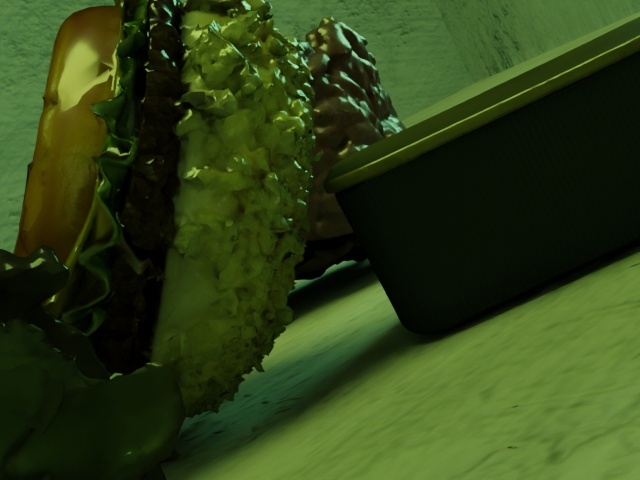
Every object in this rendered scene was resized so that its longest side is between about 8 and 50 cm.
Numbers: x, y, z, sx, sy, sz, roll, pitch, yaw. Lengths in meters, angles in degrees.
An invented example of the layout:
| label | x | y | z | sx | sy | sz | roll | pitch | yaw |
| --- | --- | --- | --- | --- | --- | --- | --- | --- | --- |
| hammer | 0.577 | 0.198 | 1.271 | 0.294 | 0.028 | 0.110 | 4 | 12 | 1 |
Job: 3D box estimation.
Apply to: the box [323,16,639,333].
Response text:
| label | x | y | z | sx | sy | sz | roll | pitch | yaw |
| --- | --- | --- | --- | --- | --- | --- | --- | --- | --- |
| box | 0.110 | -0.036 | 0.691 | 0.201 | 0.090 | 0.144 | -25 | 5 | 4 |

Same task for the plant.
| label | x | y | z | sx | sy | sz | roll | pitch | yaw |
| --- | --- | --- | --- | --- | --- | --- | --- | --- | --- |
| plant | -0.135 | 0.077 | 0.506 | 0.142 | 0.131 | 0.203 | -25 | 5 | -33 |

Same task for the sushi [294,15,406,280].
| label | x | y | z | sx | sy | sz | roll | pitch | yaw |
| --- | --- | --- | --- | --- | --- | --- | --- | --- | --- |
| sushi | -0.057 | -0.028 | 1.004 | 0.270 | 0.171 | 0.236 | -27 | 5 | 11 |

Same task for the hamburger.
| label | x | y | z | sx | sy | sz | roll | pitch | yaw |
| --- | --- | --- | --- | --- | --- | --- | --- | --- | --- |
| hamburger | -0.079 | -0.010 | 0.702 | 0.139 | 0.243 | 0.261 | 10 | -26 | -11 |
